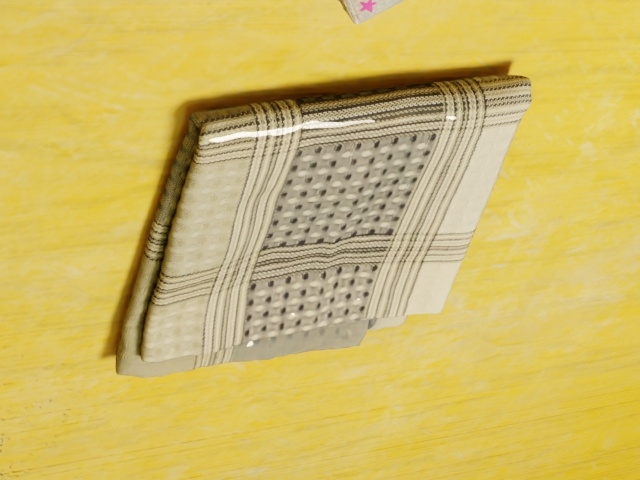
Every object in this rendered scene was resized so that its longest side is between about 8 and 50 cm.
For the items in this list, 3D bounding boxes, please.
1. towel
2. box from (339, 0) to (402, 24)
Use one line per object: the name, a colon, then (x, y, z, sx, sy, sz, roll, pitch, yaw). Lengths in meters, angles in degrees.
towel: (0.000, 0.000, 1.321, 0.312, 0.056, 0.324, -10, 143, -28)
box: (0.008, -0.262, 0.793, 0.142, 0.247, 0.163, -27, 147, -1)
